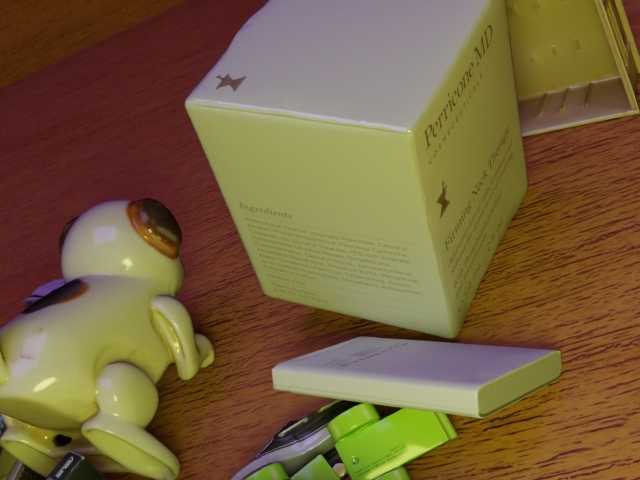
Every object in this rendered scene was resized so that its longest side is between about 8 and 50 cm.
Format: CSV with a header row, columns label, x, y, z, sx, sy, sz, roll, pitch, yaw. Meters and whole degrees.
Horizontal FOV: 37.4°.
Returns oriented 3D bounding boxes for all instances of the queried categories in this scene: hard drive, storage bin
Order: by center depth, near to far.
label,x,y,z,sx,sy,sz,roll,pitch,yaw
hard drive,0.119,0.166,1.202,0.308,0.040,0.203,0,7,41
storage bin,0.356,-0.317,1.535,0.262,0.260,0.123,-9,36,33

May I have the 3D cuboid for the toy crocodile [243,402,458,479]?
label,x,y,z,sx,sy,sz,roll,pitch,yaw
toy crocodile,0.011,0.300,1.171,0.341,0.105,0.115,-32,72,-2

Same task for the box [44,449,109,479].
label,x,y,z,sx,sy,sz,roll,pitch,yaw
box,-0.326,0.405,1.237,0.045,0.184,0.190,9,51,45

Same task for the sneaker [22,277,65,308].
label,x,y,z,sx,sy,sz,roll,pitch,yaw
sneaker,-0.492,0.113,1.866,0.235,0.090,0.095,3,38,41

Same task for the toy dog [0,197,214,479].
label,x,y,z,sx,sy,sz,roll,pitch,yaw
toy dog,-0.350,0.125,1.460,0.285,0.395,0.407,-22,39,39

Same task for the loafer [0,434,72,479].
label,x,y,z,sx,sy,sz,roll,pitch,yaw
loafer,-0.467,0.328,1.539,0.092,0.102,0.268,-6,41,26

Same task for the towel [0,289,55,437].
label,x,y,z,sx,sy,sz,roll,pitch,yaw
towel,-0.528,0.262,1.572,0.243,0.040,0.336,-39,30,58

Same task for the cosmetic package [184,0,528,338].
label,x,y,z,sx,sy,sz,roll,pitch,yaw
cosmetic package,0.074,-0.128,1.337,0.327,0.393,0.329,12,52,28

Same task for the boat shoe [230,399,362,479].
label,x,y,z,sx,sy,sz,roll,pitch,yaw
boat shoe,-0.025,0.278,1.253,0.219,0.077,0.070,-27,33,-5
